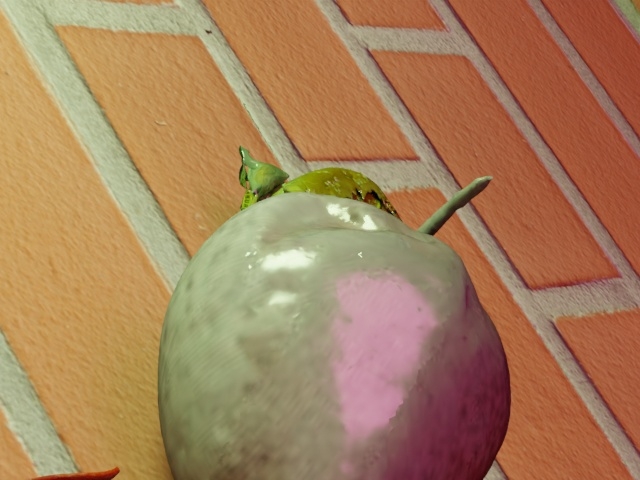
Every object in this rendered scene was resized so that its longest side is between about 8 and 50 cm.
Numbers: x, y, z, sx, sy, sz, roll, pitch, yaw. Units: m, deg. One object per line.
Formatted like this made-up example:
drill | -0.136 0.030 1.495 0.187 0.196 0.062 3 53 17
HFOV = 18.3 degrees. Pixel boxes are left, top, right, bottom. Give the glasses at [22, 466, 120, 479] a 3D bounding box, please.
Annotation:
glasses | -0.191 0.267 1.375 0.268 0.118 0.234 -31 75 -32

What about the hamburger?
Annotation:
hamburger | -0.003 -0.002 2.018 0.214 0.125 0.235 -4 69 -65

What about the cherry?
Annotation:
cherry | 0.001 0.123 1.713 0.335 0.291 0.326 -33 98 -46
